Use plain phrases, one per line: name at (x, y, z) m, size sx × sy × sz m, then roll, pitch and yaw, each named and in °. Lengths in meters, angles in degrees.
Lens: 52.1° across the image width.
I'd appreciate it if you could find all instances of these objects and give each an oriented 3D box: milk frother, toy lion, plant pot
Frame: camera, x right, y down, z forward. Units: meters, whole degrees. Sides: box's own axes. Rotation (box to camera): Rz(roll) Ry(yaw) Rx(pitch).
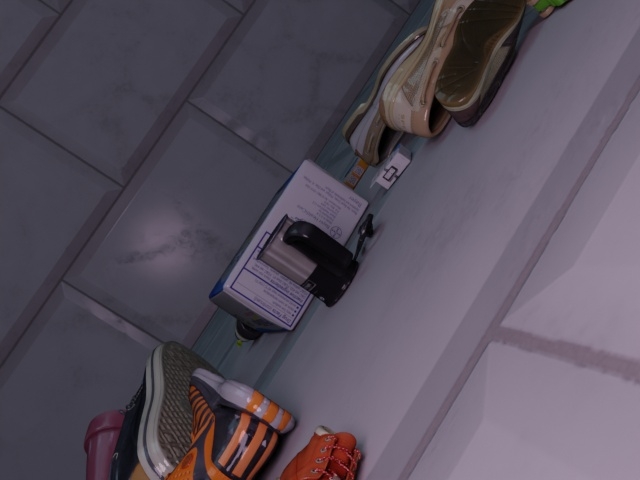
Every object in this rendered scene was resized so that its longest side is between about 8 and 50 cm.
milk frother at (0.000, 0.000, 0.998) m, size 0.129 × 0.134 × 0.143 m, roll -48°, pitch 11°, yaw 43°
toy lion at (0.317, -0.337, 0.839) m, size 0.100 × 0.034 × 0.096 m, roll -59°, pitch 15°, yaw -20°
plant pot at (-0.493, 0.551, 1.614) m, size 0.201 × 0.201 × 0.180 m, roll -51°, pitch 25°, yaw 32°

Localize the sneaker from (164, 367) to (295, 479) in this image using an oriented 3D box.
sneaker at (-0.152, 0.274, 0.854) m, size 0.180 × 0.124 × 0.321 m, roll -58°, pitch 8°, yaw -18°

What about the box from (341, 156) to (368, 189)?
box at (0.090, -0.172, 1.544) m, size 0.136 × 0.028 × 0.081 m, roll -55°, pitch 8°, yaw -8°

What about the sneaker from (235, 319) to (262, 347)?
sneaker at (-0.143, 0.133, 1.496) m, size 0.235 × 0.084 × 0.097 m, roll -63°, pitch 7°, yaw -32°

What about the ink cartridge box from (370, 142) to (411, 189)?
ink cartridge box at (0.122, -0.123, 1.138) m, size 0.083 × 0.028 × 0.048 m, roll -52°, pitch 9°, yaw 28°

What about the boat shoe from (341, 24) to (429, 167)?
boat shoe at (0.155, -0.265, 1.243) m, size 0.113 × 0.103 × 0.302 m, roll -18°, pitch -25°, yaw -38°

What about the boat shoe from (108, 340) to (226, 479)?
boat shoe at (-0.263, 0.320, 1.142) m, size 0.156 × 0.186 × 0.500 m, roll -49°, pitch 14°, yaw 7°

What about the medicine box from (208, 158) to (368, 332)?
medicine box at (-0.071, 0.024, 1.281) m, size 0.289 × 0.149 × 0.263 m, roll -58°, pitch 8°, yaw -16°

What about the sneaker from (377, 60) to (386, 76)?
sneaker at (0.169, -0.327, 1.474) m, size 0.161 × 0.102 × 0.282 m, roll -55°, pitch -3°, yaw 33°

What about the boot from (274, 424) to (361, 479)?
boot at (0.002, 0.191, 0.517) m, size 0.085 × 0.059 × 0.158 m, roll -53°, pitch 6°, yaw -10°

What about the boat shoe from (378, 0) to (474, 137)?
boat shoe at (0.229, -0.309, 1.028) m, size 0.110 × 0.121 × 0.341 m, roll 31°, pitch 90°, yaw 45°

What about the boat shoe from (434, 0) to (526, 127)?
boat shoe at (0.221, -0.252, 0.889) m, size 0.224 × 0.080 × 0.073 m, roll -62°, pitch -35°, yaw -21°
